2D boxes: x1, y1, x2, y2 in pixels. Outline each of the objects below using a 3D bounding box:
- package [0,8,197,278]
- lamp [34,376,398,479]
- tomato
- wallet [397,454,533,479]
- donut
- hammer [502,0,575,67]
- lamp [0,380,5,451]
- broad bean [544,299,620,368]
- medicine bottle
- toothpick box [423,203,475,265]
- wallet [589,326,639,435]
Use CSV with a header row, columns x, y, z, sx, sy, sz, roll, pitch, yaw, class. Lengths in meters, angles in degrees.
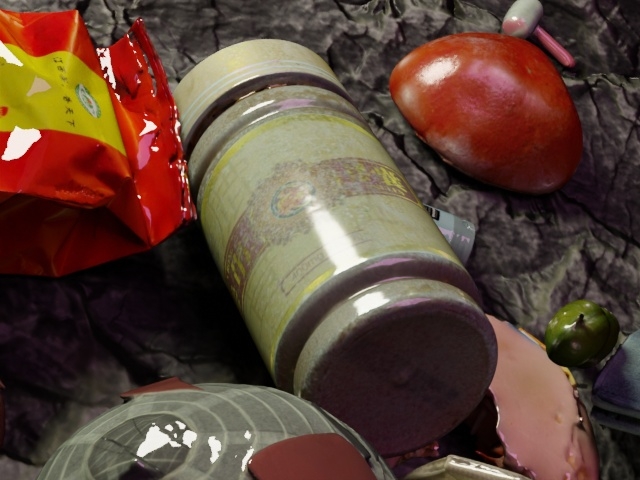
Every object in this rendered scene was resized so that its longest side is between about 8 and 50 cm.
x,y,z,sx,sy,sz,roll,pitch,yaw,class
-0.306,-0.085,1.241,0.424,0.123,0.196,4,58,-29,package
-0.065,0.195,1.080,0.265,0.233,0.233,12,34,34,lamp
0.157,-0.125,1.574,0.174,0.082,0.166,-4,60,-35,tomato
0.172,0.225,1.198,0.335,0.275,0.068,19,63,-9,wallet
0.099,0.139,1.341,0.233,0.085,0.199,22,48,-14,donut
0.213,-0.195,1.697,0.083,0.031,0.052,41,50,-6,hammer
-0.299,0.091,1.091,0.180,0.180,0.258,-25,71,-41,lamp
0.204,0.072,1.377,0.053,0.256,0.052,14,90,10,broad bean
0.000,0.000,1.269,0.151,0.151,0.322,5,33,-28,medicine bottle
0.079,-0.005,1.460,0.083,0.052,0.052,21,49,-15,toothpick box
0.364,0.114,1.396,0.251,0.054,0.290,11,16,19,wallet
